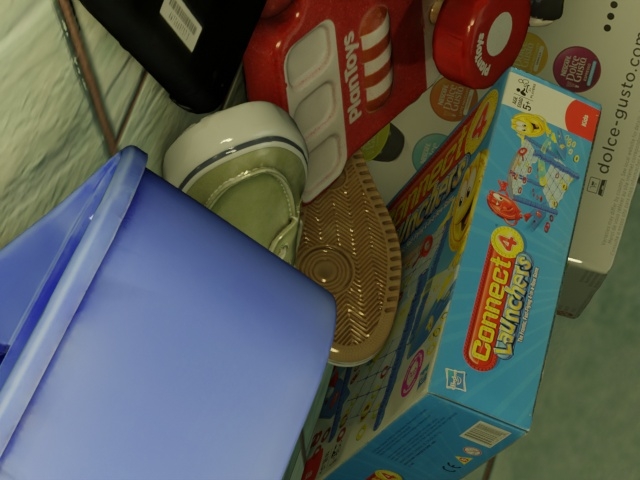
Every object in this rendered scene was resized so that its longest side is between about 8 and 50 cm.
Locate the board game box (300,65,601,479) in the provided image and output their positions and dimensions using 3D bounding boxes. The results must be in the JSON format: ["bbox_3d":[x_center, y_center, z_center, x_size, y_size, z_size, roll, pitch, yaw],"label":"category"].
[{"bbox_3d":[0.103,0.058,1.460,0.308,0.086,0.302,130,-20,-59],"label":"board game box"}]

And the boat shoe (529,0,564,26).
[{"bbox_3d":[0.086,-0.271,1.667,0.340,0.158,0.127,20,-74,63],"label":"boat shoe"}]

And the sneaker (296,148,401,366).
[{"bbox_3d":[0.000,0.000,1.506,0.153,0.099,0.282,101,-21,-61],"label":"sneaker"}]

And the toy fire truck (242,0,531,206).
[{"bbox_3d":[0.030,-0.200,1.367,0.254,0.169,0.302,-44,146,-33],"label":"toy fire truck"}]

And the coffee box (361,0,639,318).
[{"bbox_3d":[0.196,-0.136,1.986,0.338,0.334,0.337,74,33,-79],"label":"coffee box"}]

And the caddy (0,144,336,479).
[{"bbox_3d":[-0.138,0.111,0.839,0.241,0.179,0.341,-47,-163,52],"label":"caddy"}]

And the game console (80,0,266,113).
[{"bbox_3d":[-0.054,-0.269,1.064,0.386,0.060,0.342,44,68,-80],"label":"game console"}]

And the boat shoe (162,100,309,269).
[{"bbox_3d":[-0.051,-0.005,1.309,0.302,0.109,0.094,91,-22,-68],"label":"boat shoe"}]
